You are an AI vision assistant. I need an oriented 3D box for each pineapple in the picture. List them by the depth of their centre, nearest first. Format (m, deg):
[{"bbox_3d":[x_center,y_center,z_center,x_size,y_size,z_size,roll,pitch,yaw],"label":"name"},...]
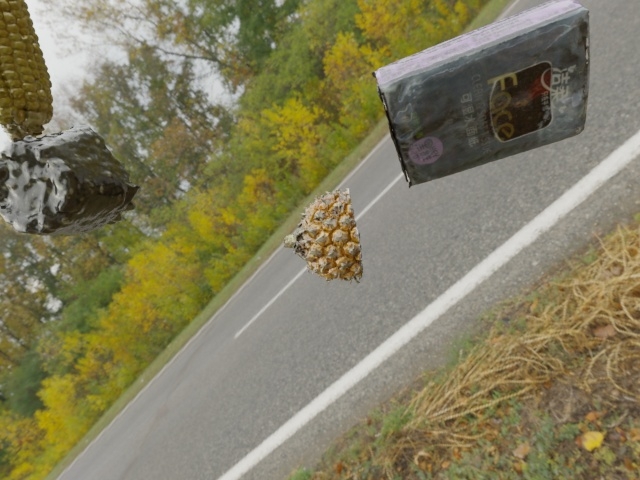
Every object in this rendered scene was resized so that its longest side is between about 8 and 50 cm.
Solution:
[{"bbox_3d":[0.000,-0.002,0.820,0.136,0.176,0.161,-7,-8,1],"label":"pineapple"}]

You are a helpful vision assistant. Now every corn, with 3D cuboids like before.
[{"bbox_3d":[-0.494,-0.316,0.663,0.130,0.347,0.130,-5,21,2],"label":"corn"}]

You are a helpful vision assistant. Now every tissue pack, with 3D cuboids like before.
[{"bbox_3d":[0.304,-0.269,0.859,0.361,0.259,0.122,-16,46,12],"label":"tissue pack"}]

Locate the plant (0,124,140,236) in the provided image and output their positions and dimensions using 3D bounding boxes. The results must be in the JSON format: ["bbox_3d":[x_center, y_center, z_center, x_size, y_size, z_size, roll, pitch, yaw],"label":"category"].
[{"bbox_3d":[-0.335,-0.078,0.612,0.129,0.132,0.194,-34,5,6],"label":"plant"}]
